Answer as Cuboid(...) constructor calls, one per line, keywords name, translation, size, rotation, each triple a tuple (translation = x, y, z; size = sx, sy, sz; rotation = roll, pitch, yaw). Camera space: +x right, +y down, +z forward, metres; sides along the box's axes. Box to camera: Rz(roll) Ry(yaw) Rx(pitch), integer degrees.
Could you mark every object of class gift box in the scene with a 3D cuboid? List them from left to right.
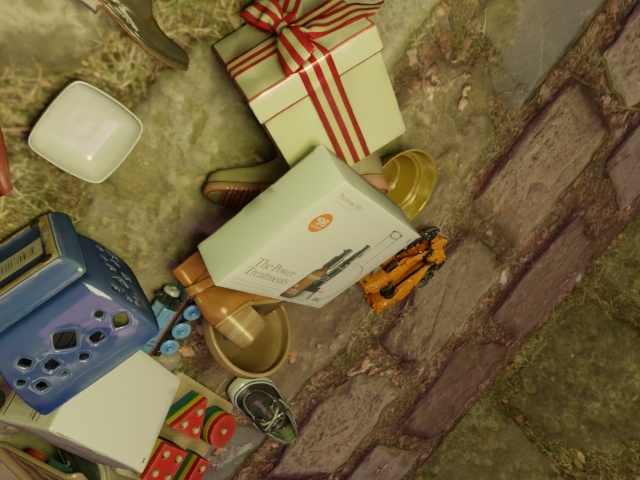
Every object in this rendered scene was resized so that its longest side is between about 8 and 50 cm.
Cuboid(name="gift box", translation=(-0.010, -0.293, 0.902), size=(0.276, 0.255, 0.258), rotation=(-36, 138, -2))

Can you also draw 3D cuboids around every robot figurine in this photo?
Cuboid(name="robot figurine", translation=(0.244, 0.073, 1.490), size=(0.291, 0.085, 0.211), rotation=(-37, 137, -9))

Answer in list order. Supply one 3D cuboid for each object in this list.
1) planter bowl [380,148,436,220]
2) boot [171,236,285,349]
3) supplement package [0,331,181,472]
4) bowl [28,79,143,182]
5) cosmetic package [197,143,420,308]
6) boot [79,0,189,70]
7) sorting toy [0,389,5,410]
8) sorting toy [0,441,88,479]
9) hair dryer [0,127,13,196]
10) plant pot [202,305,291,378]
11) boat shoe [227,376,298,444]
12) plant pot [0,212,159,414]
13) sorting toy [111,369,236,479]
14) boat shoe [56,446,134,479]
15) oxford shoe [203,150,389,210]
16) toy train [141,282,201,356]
Cuboid(name="planter bowl", translation=(0.175, -0.140, 1.272), size=(0.217, 0.090, 0.217), rotation=(-20, 131, -25))
Cuboid(name="boot", translation=(-0.180, 0.083, 1.128), size=(0.109, 0.220, 0.283), rotation=(-39, -174, 38))
Cuboid(name="supplement package", translation=(-0.439, 0.311, 1.022), size=(0.261, 0.145, 0.203), rotation=(61, 37, -46))
Cuboid(name="bowl", translation=(-0.380, -0.180, 0.836), size=(0.142, 0.053, 0.142), rotation=(-49, 136, 3))
Cuboid(name="cosmetic package", translation=(0.000, 0.000, 0.989), size=(0.284, 0.097, 0.377), rotation=(-39, 152, 15))
Cuboid(name="boot", translation=(-0.265, -0.354, 0.775), size=(0.106, 0.082, 0.219), rotation=(-51, 135, 9))
Cuboid(name="sorting toy", translation=(-0.647, 0.325, 1.000), size=(0.102, 0.061, 0.042), rotation=(-19, 136, 5))
Cuboid(name="sorting toy", translation=(-0.569, 0.556, 1.153), size=(0.041, 0.229, 0.307), rotation=(-62, 153, -44))
Cuboid(name="hair dryer", translation=(-0.566, -0.156, 0.715), size=(0.224, 0.080, 0.294), rotation=(-39, 134, 15))
Cuboid(name="plant pot", translation=(-0.191, 0.209, 1.196), size=(0.110, 0.237, 0.237), rotation=(-26, 150, 36))
Cuboid(name="boat shoe", translation=(-0.141, 0.486, 1.471), size=(0.121, 0.119, 0.335), rotation=(-41, 137, -6))
Cuboid(name="plant pot", translation=(-0.451, 0.103, 0.870), size=(0.236, 0.236, 0.212), rotation=(-36, 130, -10))
Cuboid(name="sorting toy", translation=(-0.334, 0.494, 1.283), size=(0.255, 0.090, 0.257), rotation=(-59, 141, -21))
Cuboid(name="boat shoe", translation=(-0.532, 0.503, 1.193), size=(0.113, 0.127, 0.339), rotation=(1, 132, 9))
Cuboid(name="oxford shoe", translation=(-0.053, -0.144, 1.091), size=(0.397, 0.146, 0.140), rotation=(-5, 168, -23))
Cuboid(name="toy train", translation=(-0.336, 0.172, 1.118), size=(0.105, 0.080, 0.184), rotation=(27, 102, -40))
